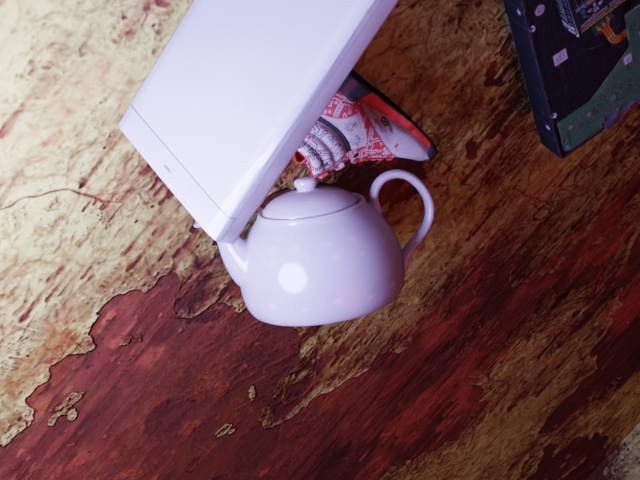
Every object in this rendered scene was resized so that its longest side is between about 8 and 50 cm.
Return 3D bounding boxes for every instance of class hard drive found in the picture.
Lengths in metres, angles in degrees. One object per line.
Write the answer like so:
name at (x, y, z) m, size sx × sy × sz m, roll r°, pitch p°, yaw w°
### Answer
hard drive at (0.407, -0.312, 1.909) m, size 0.237 × 0.064 × 0.339 m, roll -35°, pitch 135°, yaw -8°
hard drive at (-0.077, -0.205, 1.437) m, size 0.047 × 0.233 × 0.353 m, roll 12°, pitch 119°, yaw -51°

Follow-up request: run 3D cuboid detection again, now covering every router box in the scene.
router box at (0.389, -0.361, 1.787) m, size 0.122 × 0.038 × 0.092 m, roll -37°, pitch 135°, yaw -6°

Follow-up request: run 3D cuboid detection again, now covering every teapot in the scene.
teapot at (0.000, 0.000, 1.781) m, size 0.256 × 0.252 × 0.187 m, roll -28°, pitch 114°, yaw -55°

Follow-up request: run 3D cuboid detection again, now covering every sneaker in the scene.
sneaker at (0.046, -0.142, 1.763) m, size 0.145 × 0.090 × 0.270 m, roll -47°, pitch 142°, yaw 10°
